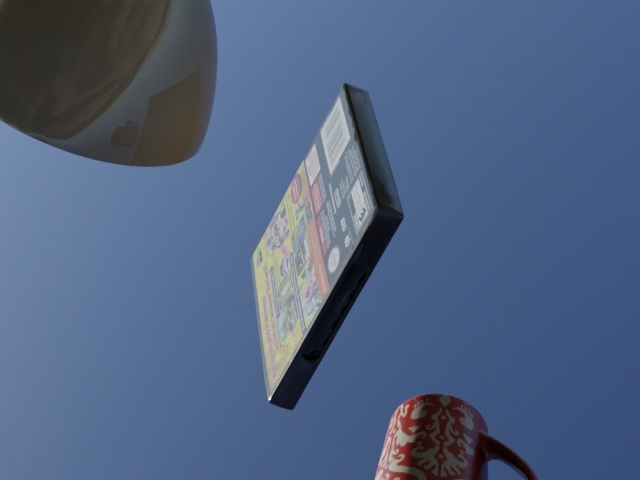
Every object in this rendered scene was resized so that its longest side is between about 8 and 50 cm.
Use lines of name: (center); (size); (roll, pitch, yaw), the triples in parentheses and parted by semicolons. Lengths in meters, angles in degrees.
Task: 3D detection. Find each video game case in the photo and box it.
video game case: (0.000, 0.000, 1.549); (0.035, 0.248, 0.275); (20, -153, -18)

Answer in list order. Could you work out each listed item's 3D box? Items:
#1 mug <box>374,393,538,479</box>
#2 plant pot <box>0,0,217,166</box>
mug: (0.113, 0.223, 1.280); (0.150, 0.113, 0.169); (9, -146, 4)
plant pot: (-0.222, -0.232, 1.542); (0.284, 0.191, 0.284); (20, -155, -10)
